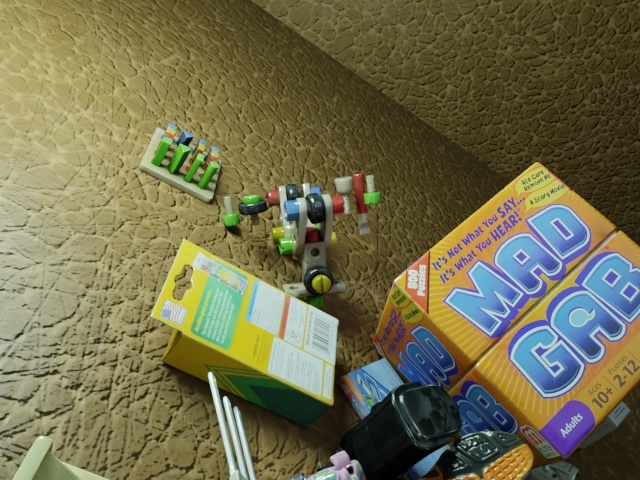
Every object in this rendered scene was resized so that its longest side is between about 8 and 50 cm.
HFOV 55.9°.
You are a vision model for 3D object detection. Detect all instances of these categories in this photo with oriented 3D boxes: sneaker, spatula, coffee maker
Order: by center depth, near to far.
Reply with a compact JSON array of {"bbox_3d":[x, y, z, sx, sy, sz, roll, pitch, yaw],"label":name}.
[{"bbox_3d":[-0.104,0.303,0.818,0.168,0.019,0.242,71,-3,-49],"label":"spatula"},{"bbox_3d":[0.209,0.387,0.930,0.121,0.262,0.099,55,7,-49],"label":"sneaker"},{"bbox_3d":[0.114,0.317,0.947,0.120,0.178,0.171,45,42,14],"label":"coffee maker"},{"bbox_3d":[0.435,0.444,1.201,0.290,0.123,0.106,48,34,15],"label":"sneaker"}]

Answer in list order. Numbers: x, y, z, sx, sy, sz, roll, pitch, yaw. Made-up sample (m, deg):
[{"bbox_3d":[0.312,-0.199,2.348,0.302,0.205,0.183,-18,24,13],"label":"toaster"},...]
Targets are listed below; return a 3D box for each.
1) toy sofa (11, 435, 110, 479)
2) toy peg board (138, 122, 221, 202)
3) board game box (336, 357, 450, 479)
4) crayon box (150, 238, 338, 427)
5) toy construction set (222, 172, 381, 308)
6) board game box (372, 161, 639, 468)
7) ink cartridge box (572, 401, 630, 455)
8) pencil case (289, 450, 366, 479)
[{"bbox_3d":[-0.170,0.358,0.621,0.363,0.177,0.150,26,44,-11],"label":"toy sofa"},{"bbox_3d":[-0.282,-0.186,1.292,0.161,0.079,0.160,27,34,-20],"label":"toy peg board"},{"bbox_3d":[0.157,0.354,1.114,0.145,0.027,0.281,-7,54,-51],"label":"board game box"},{"bbox_3d":[-0.127,0.155,1.019,0.323,0.083,0.203,30,33,-16],"label":"crayon box"},{"bbox_3d":[0.000,0.000,1.261,0.309,0.257,0.237,-18,106,-36],"label":"toy construction set"},{"bbox_3d":[0.357,0.160,1.100,0.356,0.356,0.356,-37,70,-18],"label":"board game box"},{"bbox_3d":[0.499,0.329,1.338,0.114,0.197,0.273,-7,53,-50],"label":"ink cartridge box"},{"bbox_3d":[0.065,0.442,0.822,0.124,0.124,0.284,0,49,-46],"label":"pencil case"}]
